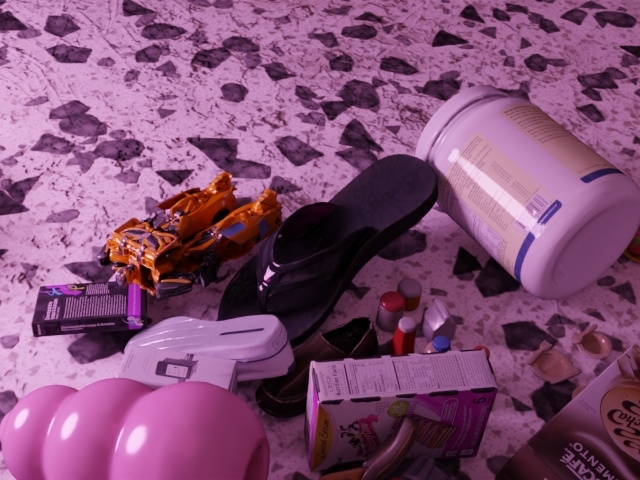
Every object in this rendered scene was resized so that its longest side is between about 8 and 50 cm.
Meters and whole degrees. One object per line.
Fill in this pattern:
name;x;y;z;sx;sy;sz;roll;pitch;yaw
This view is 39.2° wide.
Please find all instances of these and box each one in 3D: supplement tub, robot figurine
supplement tub;0.330;-0.086;1.463;0.236;0.235;0.325;-22;51;-25
robot figurine;-0.208;-0.011;1.414;0.211;0.085;0.291;22;37;32

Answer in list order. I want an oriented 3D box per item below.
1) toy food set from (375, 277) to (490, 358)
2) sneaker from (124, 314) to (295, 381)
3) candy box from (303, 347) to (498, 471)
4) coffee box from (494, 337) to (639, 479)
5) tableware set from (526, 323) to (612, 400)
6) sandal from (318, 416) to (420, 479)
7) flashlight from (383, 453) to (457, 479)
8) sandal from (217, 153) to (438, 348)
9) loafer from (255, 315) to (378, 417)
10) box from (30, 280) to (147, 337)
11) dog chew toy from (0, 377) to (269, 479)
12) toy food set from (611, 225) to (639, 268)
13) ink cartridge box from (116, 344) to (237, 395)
toy food set;0.156;0.129;1.318;0.111;0.104;0.232;-11;47;-16
sneaker;-0.156;0.165;1.253;0.258;0.091;0.094;-4;35;28
candy box;0.100;0.224;1.178;0.234;0.159;0.071;-3;44;-8
coffee box;0.396;0.269;1.177;0.297;0.118;0.168;-32;66;-32
tableware set;0.402;0.199;1.334;0.141;0.020;0.168;-21;50;-25
sandal;0.035;0.294;1.103;0.060;0.090;0.219;41;90;-1
flashlight;0.058;0.384;1.042;0.103;0.103;0.304;-11;24;42
sandal;-0.001;-0.002;1.380;0.168;0.107;0.446;30;64;34
loafer;-0.005;0.168;1.281;0.080;0.078;0.220;36;52;27
box;-0.339;0.098;1.329;0.162;0.029;0.116;-2;25;-9
dog chew toy;-0.235;0.259;1.089;0.332;0.206;0.206;9;44;14
toy food set;0.577;-0.021;1.540;0.218;0.071;0.128;-4;45;-10
ink cartridge box;-0.187;0.206;1.201;0.151;0.109;0.063;8;43;4
